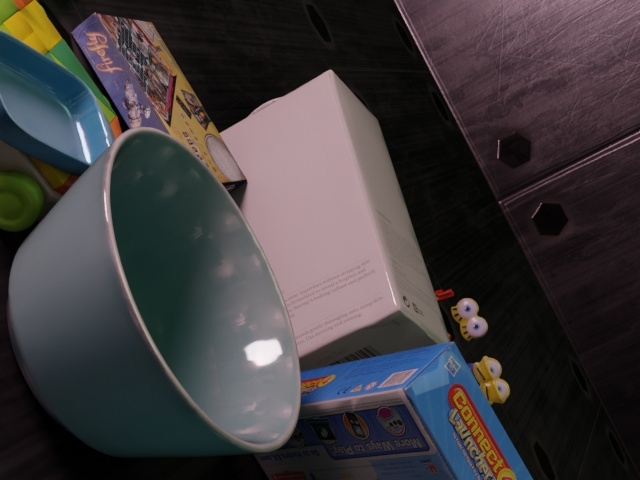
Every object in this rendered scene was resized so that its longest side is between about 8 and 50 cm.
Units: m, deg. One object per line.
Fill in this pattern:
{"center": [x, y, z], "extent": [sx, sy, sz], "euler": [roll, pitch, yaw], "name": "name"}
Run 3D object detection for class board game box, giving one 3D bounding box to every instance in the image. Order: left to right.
{"center": [-0.195, -0.162, 1.591], "extent": [0.243, 0.042, 0.165], "euler": [59, 16, 5], "name": "board game box"}
{"center": [0.089, 0.273, 1.361], "extent": [0.086, 0.308, 0.302], "euler": [-38, 102, -37], "name": "board game box"}

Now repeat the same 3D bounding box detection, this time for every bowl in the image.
{"center": [-0.163, 0.071, 1.166], "extent": [0.311, 0.163, 0.311], "euler": [52, 23, -33], "name": "bowl"}

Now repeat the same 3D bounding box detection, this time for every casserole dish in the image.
{"center": [-0.255, -0.118, 1.178], "extent": [0.188, 0.037, 0.114], "euler": [30, 36, -60], "name": "casserole dish"}

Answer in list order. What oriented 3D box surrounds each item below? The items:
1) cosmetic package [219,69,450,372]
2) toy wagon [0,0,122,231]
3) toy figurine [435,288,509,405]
{"center": [0.000, 0.000, 1.655], "extent": [0.156, 0.217, 0.385], "euler": [40, 30, -49], "name": "cosmetic package"}
{"center": [-0.314, -0.166, 1.256], "extent": [0.344, 0.068, 0.267], "euler": [57, 18, -18], "name": "toy wagon"}
{"center": [0.141, 0.269, 1.868], "extent": [0.217, 0.191, 0.362], "euler": [-13, 82, -41], "name": "toy figurine"}
